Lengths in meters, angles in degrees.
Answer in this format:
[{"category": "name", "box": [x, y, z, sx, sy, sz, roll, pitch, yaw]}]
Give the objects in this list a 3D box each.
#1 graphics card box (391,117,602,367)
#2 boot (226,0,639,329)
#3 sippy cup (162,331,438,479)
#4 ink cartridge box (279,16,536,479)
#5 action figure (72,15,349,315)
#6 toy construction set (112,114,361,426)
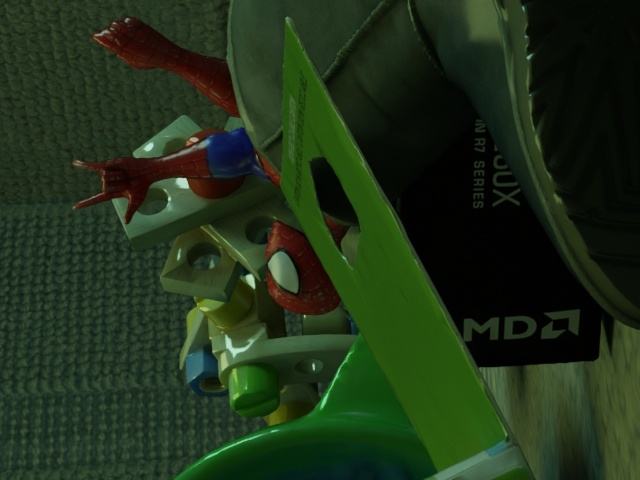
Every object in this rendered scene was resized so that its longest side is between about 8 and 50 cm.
[{"category": "graphics card box", "box": [0.062, -0.156, 0.777, 0.233, 0.094, 0.371, -95, 3, -49]}, {"category": "boot", "box": [0.038, -0.040, 0.614, 0.208, 0.076, 0.190, -39, 64, 59]}, {"category": "sippy cup", "box": [0.026, 0.190, 0.962, 0.240, 0.305, 0.224, 46, -172, 5]}, {"category": "ink cartridge box", "box": [0.008, 0.090, 0.587, 0.255, 0.097, 0.189, 63, 173, 11]}, {"category": "action figure", "box": [-0.046, -0.106, 0.789, 0.091, 0.139, 0.280, -81, -15, -88]}, {"category": "toy construction set", "box": [0.000, 0.000, 1.070, 0.328, 0.215, 0.151, 71, -168, -67]}]
